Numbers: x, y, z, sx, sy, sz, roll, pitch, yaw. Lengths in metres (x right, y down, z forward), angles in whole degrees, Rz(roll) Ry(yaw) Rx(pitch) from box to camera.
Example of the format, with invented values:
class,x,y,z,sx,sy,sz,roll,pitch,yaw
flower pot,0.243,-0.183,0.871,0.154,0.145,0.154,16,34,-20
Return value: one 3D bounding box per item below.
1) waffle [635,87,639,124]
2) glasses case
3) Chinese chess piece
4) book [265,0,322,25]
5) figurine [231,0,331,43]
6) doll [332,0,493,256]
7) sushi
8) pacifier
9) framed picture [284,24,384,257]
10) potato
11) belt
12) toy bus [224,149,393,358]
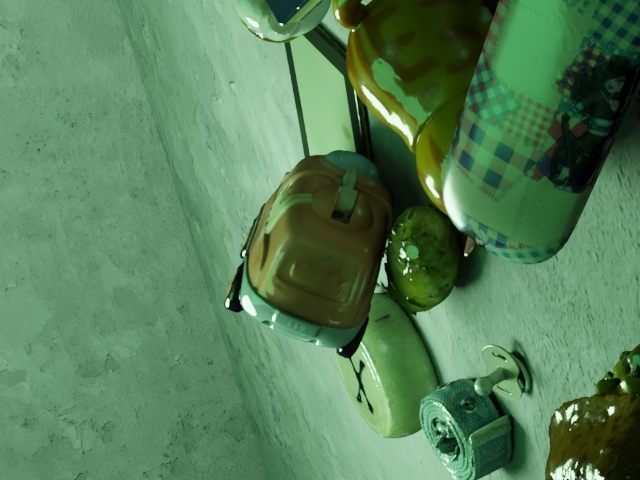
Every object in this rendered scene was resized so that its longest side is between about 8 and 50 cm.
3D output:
class,x,y,z,sx,sy,sz,roll,pitch,yaw
waffle,0.285,-0.087,1.052,0.075,0.029,0.083,44,156,63
glasses case,0.189,-0.121,1.077,0.125,0.076,0.327,29,129,17
Chinese chess piece,0.095,0.190,2.009,0.238,0.092,0.238,159,90,-76
book,-0.015,-0.402,1.155,0.300,0.039,0.428,58,149,-1
figurine,-0.041,-0.349,1.622,0.263,0.142,0.190,117,152,-71
doll,0.132,-0.138,1.273,0.270,0.162,0.167,51,137,18
sushi,0.304,0.205,1.201,0.167,0.179,0.296,49,166,4
pacifier,0.218,0.171,1.597,0.068,0.064,0.083,26,140,43
framed picture,0.014,-0.171,1.920,0.265,0.016,0.347,50,157,48
potato,0.126,0.030,1.666,0.225,0.090,0.117,100,161,-69
belt,0.194,0.262,1.782,0.148,0.082,0.163,49,158,40
toy bus,0.000,0.000,1.764,0.288,0.194,0.232,-75,6,-57
